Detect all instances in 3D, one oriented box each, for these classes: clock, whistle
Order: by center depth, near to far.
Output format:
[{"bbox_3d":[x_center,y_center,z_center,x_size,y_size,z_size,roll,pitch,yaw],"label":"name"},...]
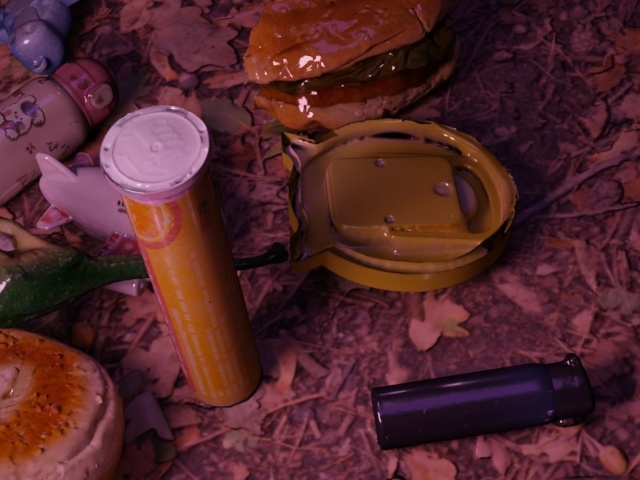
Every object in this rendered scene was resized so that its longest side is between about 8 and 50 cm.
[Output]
[{"bbox_3d":[0.093,-0.040,1.821,0.293,0.071,0.277,2,45,0],"label":"clock"},{"bbox_3d":[-0.392,-0.330,2.073,0.180,0.093,0.269,-27,50,18],"label":"whistle"}]

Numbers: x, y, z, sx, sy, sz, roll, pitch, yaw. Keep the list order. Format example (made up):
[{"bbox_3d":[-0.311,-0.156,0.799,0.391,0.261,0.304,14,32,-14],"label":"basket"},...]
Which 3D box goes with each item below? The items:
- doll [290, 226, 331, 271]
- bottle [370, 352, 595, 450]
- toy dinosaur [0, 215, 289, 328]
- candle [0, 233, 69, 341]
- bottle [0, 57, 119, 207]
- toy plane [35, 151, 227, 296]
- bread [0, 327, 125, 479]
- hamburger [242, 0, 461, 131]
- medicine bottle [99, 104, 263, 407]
[{"bbox_3d":[-0.005,0.004,1.825,0.058,0.040,0.085,-8,53,-12],"label":"doll"},{"bbox_3d":[0.181,0.183,1.654,0.244,0.072,0.082,-10,91,0],"label":"bottle"},{"bbox_3d":[-0.277,0.067,1.649,0.301,0.087,0.447,28,45,23],"label":"toy dinosaur"},{"bbox_3d":[-0.385,0.089,1.788,0.168,0.068,0.192,8,60,11],"label":"candle"},{"bbox_3d":[-0.365,-0.147,1.928,0.233,0.110,0.110,-40,60,-20],"label":"bottle"},{"bbox_3d":[-0.234,-0.043,1.837,0.252,0.118,0.252,-2,57,3],"label":"toy plane"},{"bbox_3d":[-0.359,0.224,1.606,0.305,0.159,0.305,8,34,-5],"label":"bread"},{"bbox_3d":[0.075,-0.271,1.937,0.209,0.162,0.330,29,58,26],"label":"hamburger"},{"bbox_3d":[-0.133,0.037,1.574,0.108,0.426,0.108,-4,53,5],"label":"medicine bottle"}]
